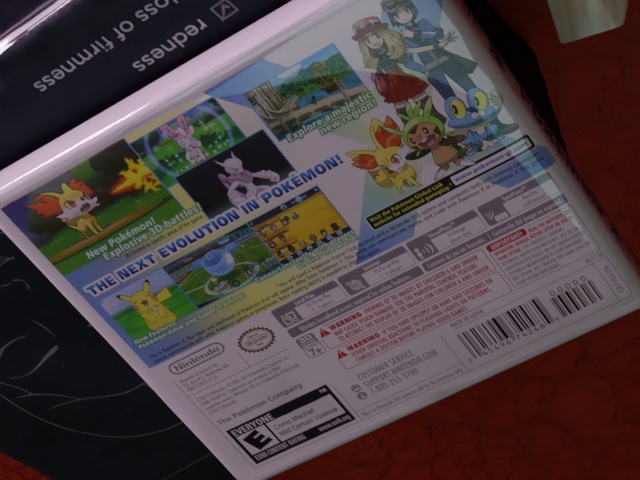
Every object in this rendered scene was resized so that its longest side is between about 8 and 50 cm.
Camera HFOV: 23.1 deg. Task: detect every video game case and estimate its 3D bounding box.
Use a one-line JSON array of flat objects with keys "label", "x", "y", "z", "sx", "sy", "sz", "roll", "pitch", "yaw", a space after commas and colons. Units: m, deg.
[{"label": "video game case", "x": 0.000, "y": 0.000, "z": 1.013, "sx": 0.329, "sy": 0.036, "sz": 0.300, "roll": -27, "pitch": 120, "yaw": 21}]

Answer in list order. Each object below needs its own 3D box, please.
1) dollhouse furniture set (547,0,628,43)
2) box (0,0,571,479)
[{"label": "dollhouse furniture set", "x": 0.261, "y": -0.317, "z": 1.021, "sx": 0.303, "sy": 0.198, "sz": 0.286, "roll": -17, "pitch": 126, "yaw": 11}, {"label": "box", "x": -0.124, "y": -0.068, "z": 1.209, "sx": 0.480, "sy": 0.297, "sz": 0.472, "roll": -31, "pitch": 132, "yaw": 23}]
